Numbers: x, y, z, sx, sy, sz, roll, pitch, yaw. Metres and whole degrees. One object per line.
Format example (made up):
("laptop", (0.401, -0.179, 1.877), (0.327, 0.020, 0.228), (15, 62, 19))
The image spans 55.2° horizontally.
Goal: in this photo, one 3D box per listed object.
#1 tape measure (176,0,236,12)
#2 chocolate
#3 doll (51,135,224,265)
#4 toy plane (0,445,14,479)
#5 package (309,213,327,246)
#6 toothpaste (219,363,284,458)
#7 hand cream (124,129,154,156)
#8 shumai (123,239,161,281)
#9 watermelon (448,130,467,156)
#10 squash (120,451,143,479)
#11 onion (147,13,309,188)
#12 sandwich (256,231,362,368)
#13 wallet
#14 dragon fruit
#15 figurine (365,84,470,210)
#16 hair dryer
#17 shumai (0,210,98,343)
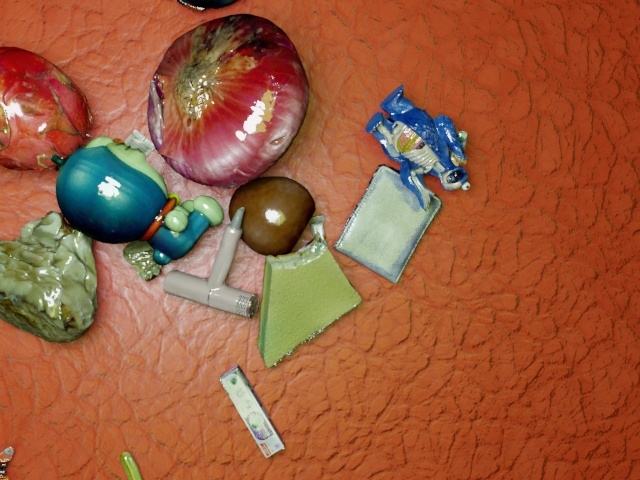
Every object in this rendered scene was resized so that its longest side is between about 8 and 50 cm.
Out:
("tape measure", (-0.238, -0.584, 1.252), (0.223, 0.135, 0.202), (33, 75, -7))
("chocolate", (-0.104, -0.057, 1.239), (0.177, 0.177, 0.176), (0, 88, -7))
("doll", (-0.353, -0.070, 1.154), (0.322, 0.198, 0.186), (32, 72, -18))
("toy plane", (-0.702, 0.444, 1.195), (0.189, 0.061, 0.130), (4, 88, -3))
("package", (0.000, 0.000, 1.320), (0.037, 0.015, 0.110), (-11, 88, -2))
("toothpaste", (-0.142, 0.356, 1.278), (0.047, 0.040, 0.196), (-31, 92, -3))
("hand cream", (-0.417, -0.154, 1.268), (0.057, 0.037, 0.165), (40, 77, -4))
("shumai", (-0.359, 0.044, 1.257), (0.082, 0.083, 0.080), (11, 120, 20))
("watermelon", (0.299, -0.218, 1.346), (0.085, 0.085, 0.061), (49, 49, -4))
("squash", (-0.385, 0.470, 1.250), (0.028, 0.027, 0.083), (-21, 91, -7))
("onion", (-0.164, -0.259, 1.205), (0.348, 0.285, 0.347), (-9, 70, 27))
("sandwich", (-0.063, 0.114, 1.235), (0.245, 0.063, 0.212), (-36, 127, -4))
("wallet", (0.149, -0.038, 1.332), (0.167, 0.036, 0.222), (29, 86, -6))
("dragon fruit", (-0.564, -0.242, 1.147), (0.252, 0.241, 0.240), (22, 86, -7))
("figurine", (0.213, -0.198, 1.304), (0.164, 0.121, 0.262), (-37, 100, -2))
("hair dryer", (-0.211, 0.031, 1.205), (0.195, 0.053, 0.220), (14, 113, 14))
("shumai", (-0.529, 0.065, 1.191), (0.256, 0.189, 0.218), (22, 65, 3))
